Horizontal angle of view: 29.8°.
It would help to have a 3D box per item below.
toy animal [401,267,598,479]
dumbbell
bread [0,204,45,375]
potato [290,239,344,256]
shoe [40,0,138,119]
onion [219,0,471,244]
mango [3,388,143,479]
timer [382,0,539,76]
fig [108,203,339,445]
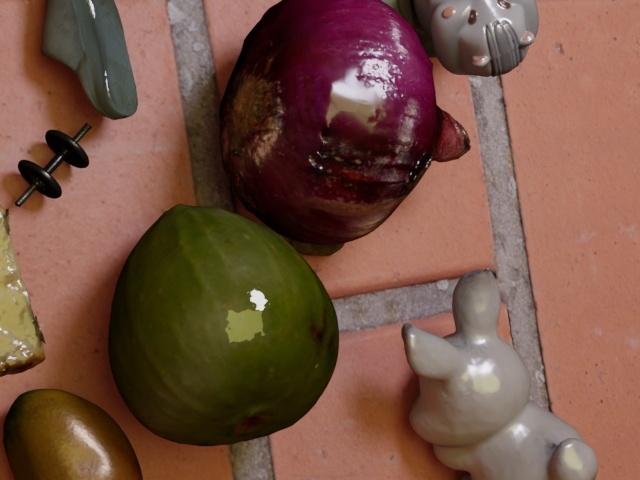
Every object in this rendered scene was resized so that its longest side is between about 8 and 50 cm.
[{"bbox_3d":[0.251,0.232,1.745,0.196,0.241,0.367,-39,103,-28],"label":"toy animal"},{"bbox_3d":[-0.346,-0.099,1.561,0.069,0.069,0.147,44,65,-17],"label":"dumbbell"},{"bbox_3d":[-0.490,0.083,1.349,0.279,0.279,0.207,-15,93,-26],"label":"bread"},{"bbox_3d":[0.000,0.000,1.751,0.092,0.045,0.046,-4,50,-31],"label":"potato"},{"bbox_3d":[-0.318,-0.267,1.593,0.100,0.103,0.251,-21,78,14],"label":"shoe"},{"bbox_3d":[0.054,-0.161,1.649,0.385,0.348,0.348,6,81,-34],"label":"onion"},{"bbox_3d":[-0.305,0.284,1.506,0.151,0.120,0.221,-17,84,-28],"label":"mango"},{"bbox_3d":[0.192,-0.347,1.687,0.291,0.291,0.315,4,37,-28],"label":"timer"},{"bbox_3d":[-0.132,0.097,1.542,0.316,0.316,0.316,4,82,-28],"label":"fig"}]
